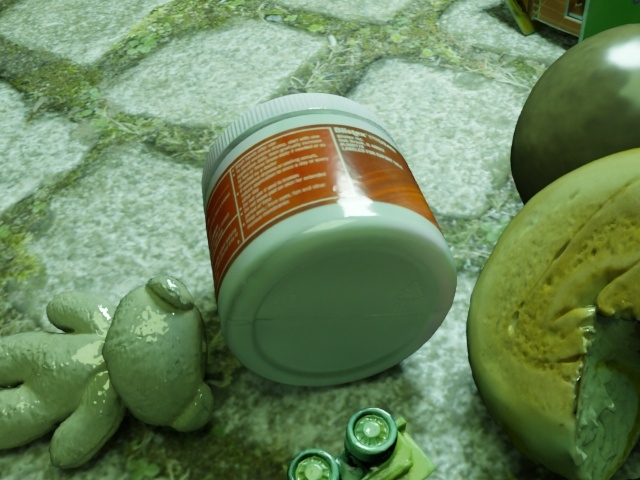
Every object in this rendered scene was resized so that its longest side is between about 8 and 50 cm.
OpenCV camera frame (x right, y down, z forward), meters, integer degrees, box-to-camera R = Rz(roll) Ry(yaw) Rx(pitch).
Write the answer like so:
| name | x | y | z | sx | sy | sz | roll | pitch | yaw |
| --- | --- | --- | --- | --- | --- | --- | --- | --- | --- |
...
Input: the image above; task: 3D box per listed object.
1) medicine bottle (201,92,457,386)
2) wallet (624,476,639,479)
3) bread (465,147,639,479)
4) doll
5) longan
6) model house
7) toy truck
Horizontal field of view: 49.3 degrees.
| name | x | y | z | sx | sy | sz | roll | pitch | yaw |
| --- | --- | --- | --- | --- | --- | --- | --- | --- | --- |
| medicine bottle | 0.000 | 0.000 | 0.788 | 0.252 | 0.253 | 0.241 | -11 | 46 | -6 |
| wallet | 0.227 | 0.331 | 0.583 | 0.322 | 0.041 | 0.247 | -9 | 46 | -2 |
| bread | 0.296 | 0.066 | 0.684 | 0.160 | 0.333 | 0.333 | 26 | 32 | -33 |
| doll | -0.254 | 0.142 | 0.781 | 0.278 | 0.175 | 0.149 | -13 | 6 | 4 |
| longan | 0.388 | -0.122 | 0.872 | 0.297 | 0.297 | 0.297 | -3 | 44 | 3 |
| model house | 0.475 | -0.545 | 1.246 | 0.300 | 0.340 | 0.323 | -26 | 44 | -22 |
| toy truck | -0.007 | 0.273 | 0.602 | 0.259 | 0.128 | 0.135 | -26 | 52 | -20 |
